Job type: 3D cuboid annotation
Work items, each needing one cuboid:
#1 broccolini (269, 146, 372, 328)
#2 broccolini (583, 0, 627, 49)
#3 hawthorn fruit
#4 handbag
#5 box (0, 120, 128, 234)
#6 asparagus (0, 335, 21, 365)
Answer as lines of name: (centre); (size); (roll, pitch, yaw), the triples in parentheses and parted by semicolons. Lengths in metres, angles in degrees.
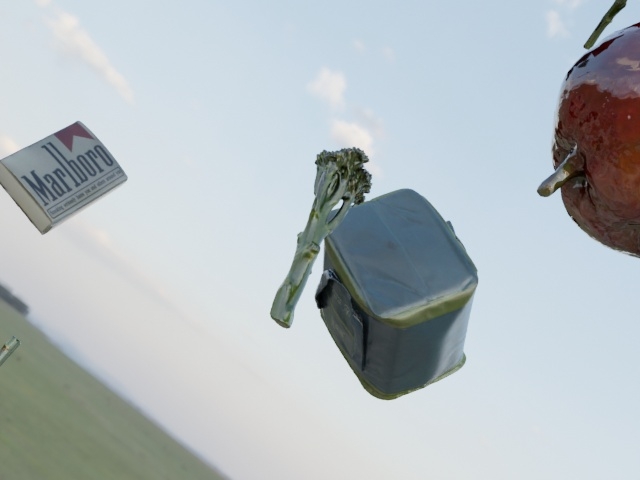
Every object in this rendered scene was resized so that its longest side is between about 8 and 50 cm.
broccolini: (-0.002, 0.000, 1.218); (0.067, 0.216, 0.058); (13, -28, 12)
broccolini: (0.455, -0.359, 1.769); (0.042, 0.044, 0.218); (30, -45, 2)
hawthorn fruit: (0.283, -0.078, 0.939); (0.224, 0.261, 0.224); (29, -56, 56)
handbag: (0.114, 0.083, 1.869); (0.263, 0.222, 0.241); (55, -23, 34)
box: (-0.358, -0.091, 1.644); (0.115, 0.177, 0.036); (49, -53, -1)
asparagus: (-0.360, 0.160, 1.207); (0.016, 0.163, 0.016); (3, -43, 45)
